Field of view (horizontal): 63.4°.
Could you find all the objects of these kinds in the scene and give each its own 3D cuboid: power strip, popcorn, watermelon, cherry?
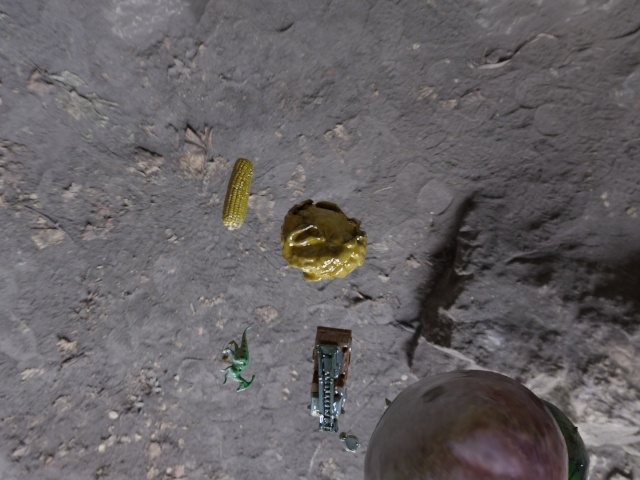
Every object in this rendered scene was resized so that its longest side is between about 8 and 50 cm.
[{"bbox_3d":[0.097,0.666,1.710,0.083,0.035,0.055,42,80,-9],"label":"power strip"},{"bbox_3d":[0.000,0.000,1.404,0.249,0.250,0.190,-13,132,-11],"label":"popcorn"},{"bbox_3d":[0.548,0.597,1.436,0.362,0.363,0.364,-1,94,-11],"label":"watermelon"},{"bbox_3d":[0.212,0.348,0.803,0.326,0.335,0.292,-37,70,13],"label":"cherry"}]

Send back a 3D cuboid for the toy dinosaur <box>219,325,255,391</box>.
[{"bbox_3d":[-0.105,0.165,0.713,0.083,0.021,0.062,-43,96,-25],"label":"toy dinosaur"}]

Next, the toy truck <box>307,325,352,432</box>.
[{"bbox_3d":[0.026,0.478,1.749,0.132,0.184,0.339,6,106,7],"label":"toy truck"}]

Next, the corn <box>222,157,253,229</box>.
[{"bbox_3d":[-0.229,-0.129,1.441,0.067,0.067,0.207,13,82,-12],"label":"corn"}]
